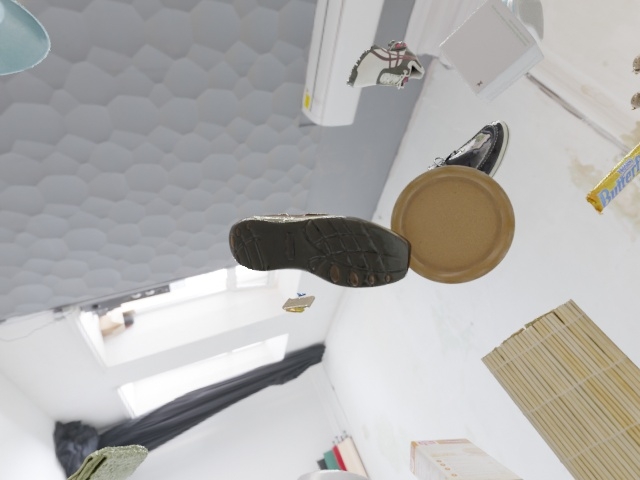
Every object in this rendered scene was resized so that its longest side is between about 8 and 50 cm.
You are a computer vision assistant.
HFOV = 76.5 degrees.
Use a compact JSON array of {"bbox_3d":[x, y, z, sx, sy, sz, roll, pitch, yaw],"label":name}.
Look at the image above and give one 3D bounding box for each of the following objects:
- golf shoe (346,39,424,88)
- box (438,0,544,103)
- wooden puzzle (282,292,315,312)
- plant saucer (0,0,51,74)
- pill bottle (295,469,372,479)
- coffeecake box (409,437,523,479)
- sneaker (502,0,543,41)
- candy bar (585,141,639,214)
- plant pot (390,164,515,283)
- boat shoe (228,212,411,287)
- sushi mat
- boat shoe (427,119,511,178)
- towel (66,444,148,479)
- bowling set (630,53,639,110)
[{"bbox_3d":[0.190,-0.485,1.148,0.120,0.273,0.105,47,-32,14],"label":"golf shoe"},{"bbox_3d":[0.257,-0.283,0.612,0.102,0.087,0.101,-40,-106,33],"label":"box"},{"bbox_3d":[-0.055,0.161,1.033,0.116,0.079,0.014,-39,122,-64],"label":"wooden puzzle"},{"bbox_3d":[-0.374,-0.217,0.385,0.195,0.195,0.037,164,-84,-68],"label":"plant saucer"},{"bbox_3d":[0.008,0.380,0.378,0.272,0.152,0.152,-79,174,-53],"label":"pill bottle"},{"bbox_3d":[0.287,0.475,0.825,0.185,0.142,0.068,168,-74,-76],"label":"coffeecake box"},{"bbox_3d":[0.676,-0.769,1.423,0.150,0.366,0.135,6,-79,41],"label":"sneaker"},{"bbox_3d":[0.425,-0.099,0.555,0.040,0.161,0.018,48,-2,-18],"label":"candy bar"},{"bbox_3d":[0.261,-0.031,0.817,0.032,0.236,0.236,-22,101,-76],"label":"plant pot"},{"bbox_3d":[0.000,0.000,0.732,0.120,0.324,0.122,-39,136,-68],"label":"boat shoe"},{"bbox_3d":[0.363,0.238,0.503,0.151,0.019,0.316,-44,-121,18],"label":"sushi mat"},{"bbox_3d":[0.489,-0.234,1.505,0.500,0.156,0.186,-51,-148,31],"label":"boat shoe"},{"bbox_3d":[-0.311,0.336,0.569,0.027,0.110,0.148,37,-17,19],"label":"towel"},{"bbox_3d":[0.886,-0.501,1.030,0.287,0.200,0.154,-55,-164,6],"label":"bowling set"}]
